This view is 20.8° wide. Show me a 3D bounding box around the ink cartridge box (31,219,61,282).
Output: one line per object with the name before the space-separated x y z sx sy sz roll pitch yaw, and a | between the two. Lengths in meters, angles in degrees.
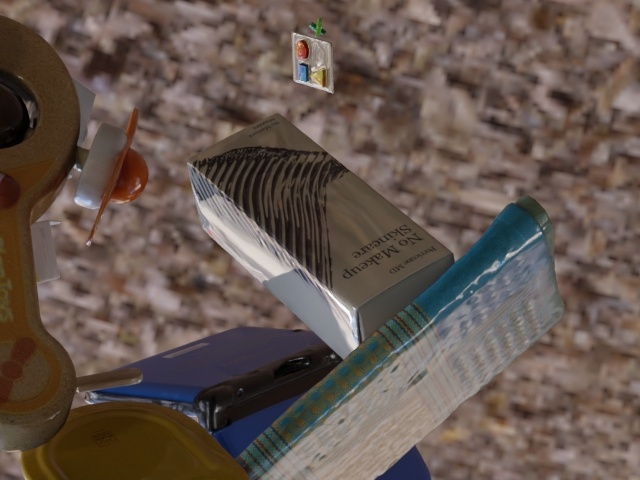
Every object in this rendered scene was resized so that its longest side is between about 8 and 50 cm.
ink cartridge box | -0.350 0.024 1.829 0.115 0.067 0.198 -10 -178 15

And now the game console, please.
game console | -0.061 0.204 1.808 0.250 0.173 0.293 3 -170 33

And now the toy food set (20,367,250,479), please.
toy food set | -0.130 0.170 1.157 0.128 0.071 0.218 -13 -149 -27

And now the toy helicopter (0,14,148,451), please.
toy helicopter | -0.214 -0.016 1.194 0.235 0.355 0.140 1 143 -25

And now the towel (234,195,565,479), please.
towel | 0.059 0.131 1.503 0.040 0.370 0.271 47 173 22

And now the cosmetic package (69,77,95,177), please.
cosmetic package | -0.403 -0.180 2.212 0.107 0.127 0.238 3 157 31

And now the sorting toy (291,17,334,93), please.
sorting toy | -0.010 -0.199 1.832 0.062 0.012 0.083 24 128 38

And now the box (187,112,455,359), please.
box | 0.000 0.000 1.568 0.275 0.113 0.094 39 150 41
